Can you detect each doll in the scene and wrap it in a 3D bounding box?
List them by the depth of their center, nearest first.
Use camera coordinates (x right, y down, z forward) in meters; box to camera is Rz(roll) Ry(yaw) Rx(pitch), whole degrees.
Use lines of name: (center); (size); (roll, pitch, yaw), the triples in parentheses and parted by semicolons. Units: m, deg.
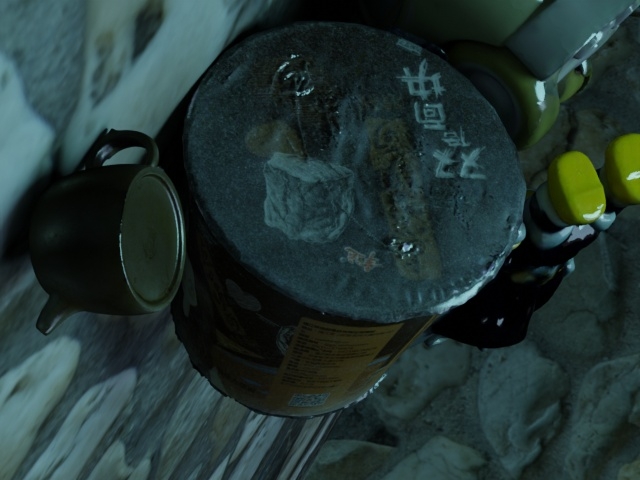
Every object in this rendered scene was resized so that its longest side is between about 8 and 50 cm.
doll: (0.134, 0.018, 0.962); (0.145, 0.103, 0.316); (-45, 178, -28)

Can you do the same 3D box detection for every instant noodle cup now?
instant noodle cup: (0.000, 0.000, 0.867); (0.217, 0.217, 0.207); (-55, 175, -34)

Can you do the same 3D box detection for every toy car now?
toy car: (0.104, -0.174, 0.983); (0.242, 0.226, 0.336); (-41, 179, -29)

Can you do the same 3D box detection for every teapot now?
teapot: (-0.112, -0.007, 0.660); (0.076, 0.068, 0.121); (60, 34, -55)
